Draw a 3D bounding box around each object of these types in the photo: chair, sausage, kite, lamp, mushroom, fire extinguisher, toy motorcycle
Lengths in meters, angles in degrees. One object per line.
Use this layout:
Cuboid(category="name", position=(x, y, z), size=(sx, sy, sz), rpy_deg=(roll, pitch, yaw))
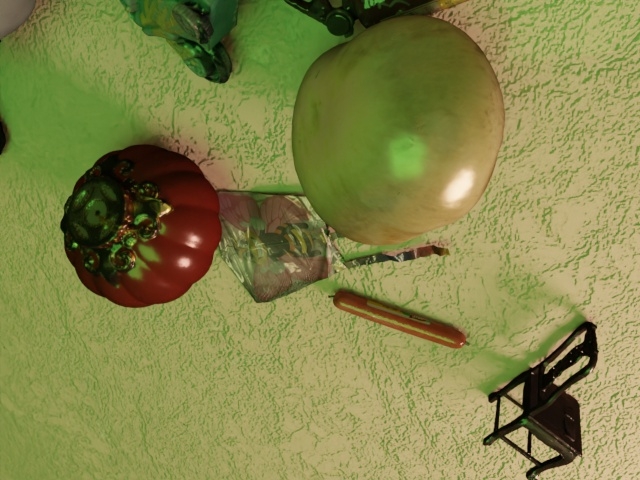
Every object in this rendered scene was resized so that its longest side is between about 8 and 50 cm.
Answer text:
Cuboid(category="chair", position=(0.342, 0.230, 0.871), size=(0.113, 0.106, 0.229), rpy_deg=(36, 127, -6))
Cuboid(category="sausage", position=(0.117, 0.120, 0.920), size=(0.223, 0.029, 0.029), rpy_deg=(18, 126, 6))
Cuboid(category="kite", position=(0.001, -0.002, 0.885), size=(0.360, 0.022, 0.204), rpy_deg=(-7, 120, 27))
Cuboid(category="lamp", position=(-0.241, -0.019, 0.847), size=(0.226, 0.227, 0.227), rpy_deg=(9, 125, 13))
Cuboid(category="mushroom", position=(0.099, -0.113, 0.666), size=(0.234, 0.260, 0.254), rpy_deg=(2, 131, -30))
Cuboid(category="fire extinguisher", position=(0.078, -0.281, 0.640), size=(0.252, 0.075, 0.106), rpy_deg=(-11, 113, 26))
Cuboid(category="toy motorcycle", position=(-0.161, -0.291, 0.650), size=(0.198, 0.109, 0.296), rpy_deg=(41, 164, -2))

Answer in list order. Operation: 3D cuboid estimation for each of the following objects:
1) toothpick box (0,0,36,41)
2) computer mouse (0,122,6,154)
Cuboid(category="toothpick box", position=(-0.485, -0.345, 0.675), size=(0.262, 0.263, 0.355), rpy_deg=(-5, 122, 21))
Cuboid(category="computer mouse", position=(-0.583, -0.220, 0.886), size=(0.170, 0.100, 0.269), rpy_deg=(-1, 122, 17))
